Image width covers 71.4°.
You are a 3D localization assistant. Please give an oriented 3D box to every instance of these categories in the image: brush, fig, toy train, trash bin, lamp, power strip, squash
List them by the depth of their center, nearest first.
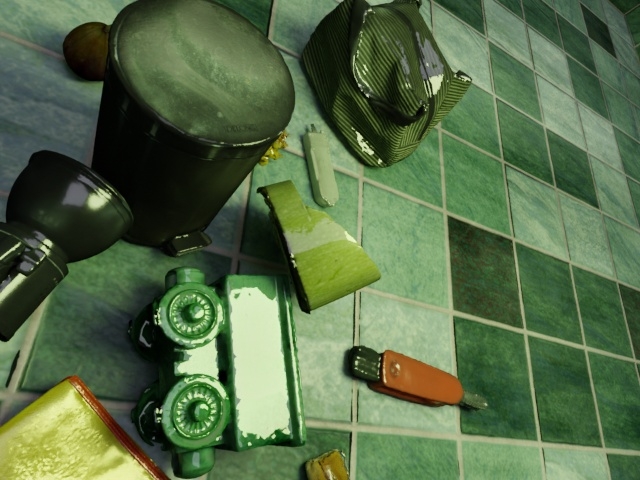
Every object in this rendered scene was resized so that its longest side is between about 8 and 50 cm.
[{"bbox_3d":[-0.345,0.020,0.511,0.147,0.172,0.227,38,53,-17],"label":"lamp"},{"bbox_3d":[-0.189,-0.133,0.594,0.203,0.301,0.251,-18,78,-36],"label":"trash bin"},{"bbox_3d":[-0.140,0.165,0.599,0.202,0.145,0.265,5,69,-35],"label":"toy train"},{"bbox_3d":[-0.336,-0.300,0.676,0.089,0.125,0.088,15,64,-33],"label":"fig"},{"bbox_3d":[-0.014,-0.005,0.695,0.133,0.220,0.220,-27,86,-5],"label":"squash"},{"bbox_3d":[0.186,0.270,0.833,0.324,0.051,0.070,25,52,-19],"label":"brush"},{"bbox_3d":[-0.001,-0.151,0.893,0.048,0.030,0.190,0,71,-32],"label":"power strip"}]

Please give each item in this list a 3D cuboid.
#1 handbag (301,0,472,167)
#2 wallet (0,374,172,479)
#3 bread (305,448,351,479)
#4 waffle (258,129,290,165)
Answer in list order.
[{"bbox_3d":[0.137,-0.347,0.937,0.247,0.240,0.340,-29,89,-33],"label":"handbag"},{"bbox_3d":[-0.272,0.287,0.518,0.241,0.067,0.141,54,48,-9],"label":"wallet"},{"bbox_3d":[0.020,0.379,0.672,0.072,0.053,0.105,-3,67,-38],"label":"bread"},{"bbox_3d":[-0.145,-0.222,0.795,0.197,0.070,0.193,-25,81,-41],"label":"waffle"}]
